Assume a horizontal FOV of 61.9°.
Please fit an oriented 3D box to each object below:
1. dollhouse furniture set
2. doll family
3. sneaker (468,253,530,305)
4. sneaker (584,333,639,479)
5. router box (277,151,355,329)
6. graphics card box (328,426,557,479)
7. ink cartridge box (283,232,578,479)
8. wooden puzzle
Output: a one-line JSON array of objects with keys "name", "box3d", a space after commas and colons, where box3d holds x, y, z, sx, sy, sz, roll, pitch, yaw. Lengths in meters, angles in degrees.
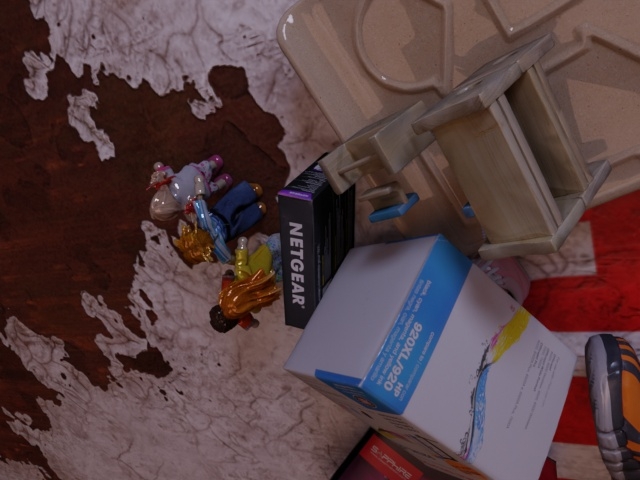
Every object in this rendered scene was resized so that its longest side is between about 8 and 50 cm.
[{"name": "dollhouse furniture set", "box3d": [0.123, -0.067, 0.473, 0.183, 0.129, 0.129, -13, 113, 53]}, {"name": "doll family", "box3d": [-0.113, 0.004, 0.689, 0.118, 0.163, 0.263, -14, 111, 32]}, {"name": "sneaker", "box3d": [0.189, 0.026, 0.609, 0.134, 0.070, 0.051, 50, 129, -6]}, {"name": "sneaker", "box3d": [0.411, 0.218, 0.592, 0.180, 0.125, 0.321, -15, 121, 28]}, {"name": "router box", "box3d": [0.000, 0.000, 0.649, 0.046, 0.133, 0.179, 11, 122, 20]}, {"name": "graphics card box", "box3d": [0.128, 0.392, 0.772, 0.232, 0.094, 0.371, 36, 112, 9]}, {"name": "ink cartridge box", "box3d": [0.119, 0.133, 0.578, 0.232, 0.168, 0.171, 38, 158, -18]}, {"name": "wooden puzzle", "box3d": [0.176, -0.170, 0.501, 0.347, 0.080, 0.322, -28, 103, 31]}]
